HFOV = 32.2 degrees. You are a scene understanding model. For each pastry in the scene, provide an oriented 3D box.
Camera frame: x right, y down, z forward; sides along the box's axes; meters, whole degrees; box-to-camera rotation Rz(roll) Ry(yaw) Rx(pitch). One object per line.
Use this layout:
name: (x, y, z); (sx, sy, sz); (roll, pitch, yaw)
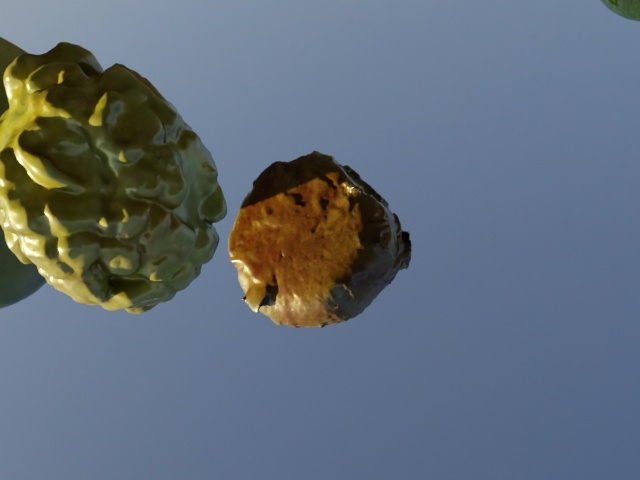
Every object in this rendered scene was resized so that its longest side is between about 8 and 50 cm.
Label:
pastry: (0.000, 0.000, 1.345); (0.229, 0.100, 0.218); (5, -102, 30)

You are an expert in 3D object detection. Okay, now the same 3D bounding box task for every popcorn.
popcorn: (-0.189, -0.050, 0.959); (0.181, 0.235, 0.217); (-40, 177, -2)

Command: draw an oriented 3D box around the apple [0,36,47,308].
apple: (-0.444, -0.076, 1.338); (0.357, 0.357, 0.357); (-13, -152, 7)

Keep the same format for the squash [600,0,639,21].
squash: (0.301, -0.349, 0.886); (0.118, 0.370, 0.118); (6, -145, -4)
